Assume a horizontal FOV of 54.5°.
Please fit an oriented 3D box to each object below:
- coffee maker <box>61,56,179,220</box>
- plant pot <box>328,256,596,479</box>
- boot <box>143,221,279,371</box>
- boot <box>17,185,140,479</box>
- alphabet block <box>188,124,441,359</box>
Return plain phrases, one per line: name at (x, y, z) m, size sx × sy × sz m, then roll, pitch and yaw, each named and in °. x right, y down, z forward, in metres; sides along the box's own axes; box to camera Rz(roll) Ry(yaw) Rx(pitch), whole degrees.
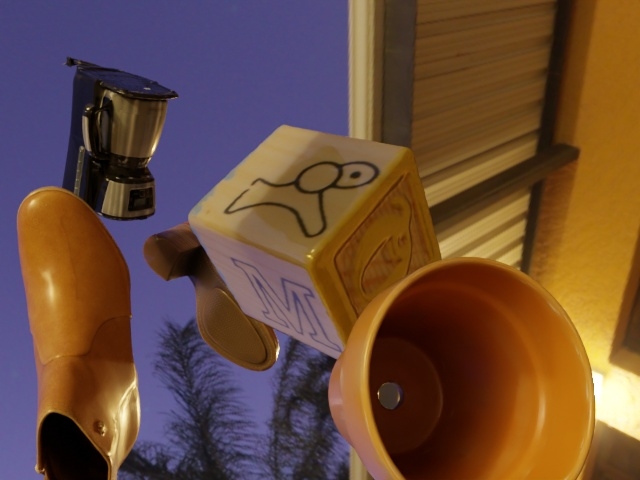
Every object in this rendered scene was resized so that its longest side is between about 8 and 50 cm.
coffee maker at (-0.281, -0.135, 0.839) m, size 0.120 × 0.171 × 0.178 m, roll 1°, pitch -65°, yaw -36°
plant pot at (0.098, 0.135, 0.558) m, size 0.205 × 0.188 × 0.205 m, roll 5°, pitch -107°, yaw -17°
boot at (-0.129, 0.072, 1.015) m, size 0.109 × 0.283 × 0.220 m, roll -58°, pitch -18°, yaw 23°
boot at (-0.243, 0.105, 0.617) m, size 0.104 × 0.211 × 0.294 m, roll -14°, pitch -71°, yaw -6°
alphabet block at (0.000, 0.000, 0.738) m, size 0.192 × 0.197 × 0.193 m, roll -49°, pitch -44°, yaw -25°
